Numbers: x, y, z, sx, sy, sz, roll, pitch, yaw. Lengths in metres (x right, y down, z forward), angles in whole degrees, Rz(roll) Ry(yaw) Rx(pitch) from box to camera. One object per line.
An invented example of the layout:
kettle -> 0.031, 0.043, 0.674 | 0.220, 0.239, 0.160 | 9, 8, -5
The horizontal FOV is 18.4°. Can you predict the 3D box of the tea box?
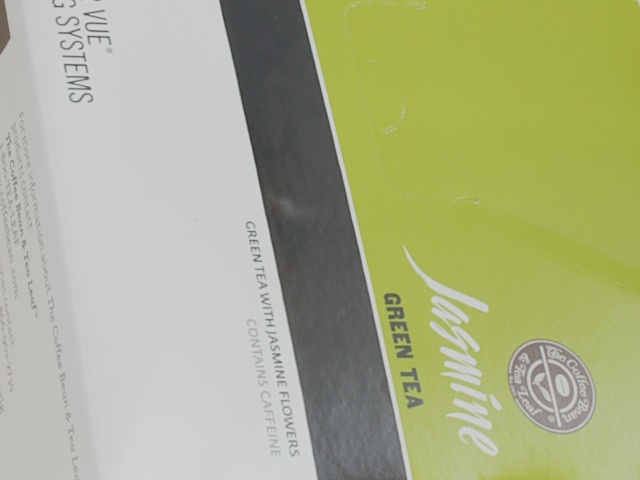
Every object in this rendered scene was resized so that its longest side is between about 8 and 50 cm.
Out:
tea box -> 0.000, 0.000, 0.837 | 0.324, 0.329, 0.220 | 2, 149, -26
